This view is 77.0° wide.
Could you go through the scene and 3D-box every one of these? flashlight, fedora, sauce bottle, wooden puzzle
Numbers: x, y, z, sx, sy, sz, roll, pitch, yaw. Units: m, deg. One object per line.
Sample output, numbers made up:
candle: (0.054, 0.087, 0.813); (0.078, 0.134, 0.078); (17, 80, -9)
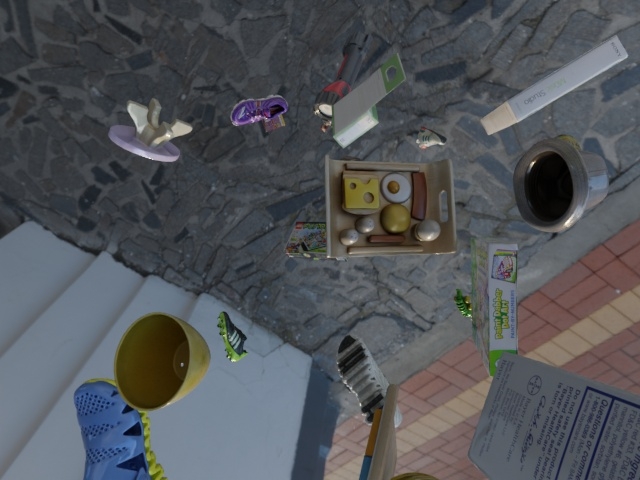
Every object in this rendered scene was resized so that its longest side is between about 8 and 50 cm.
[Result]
flashlight: (0.070, -0.520, 1.277); (0.103, 0.303, 0.103); (19, 160, 2)
fedora: (0.642, -0.149, 1.060); (0.125, 0.275, 0.243); (-9, 79, -3)
sauce bottle: (0.923, -0.300, 1.504); (0.112, 0.344, 0.111); (11, 124, 17)
wooden puzzle: (0.107, 0.422, 0.737); (0.044, 0.221, 0.238); (5, 117, 18)

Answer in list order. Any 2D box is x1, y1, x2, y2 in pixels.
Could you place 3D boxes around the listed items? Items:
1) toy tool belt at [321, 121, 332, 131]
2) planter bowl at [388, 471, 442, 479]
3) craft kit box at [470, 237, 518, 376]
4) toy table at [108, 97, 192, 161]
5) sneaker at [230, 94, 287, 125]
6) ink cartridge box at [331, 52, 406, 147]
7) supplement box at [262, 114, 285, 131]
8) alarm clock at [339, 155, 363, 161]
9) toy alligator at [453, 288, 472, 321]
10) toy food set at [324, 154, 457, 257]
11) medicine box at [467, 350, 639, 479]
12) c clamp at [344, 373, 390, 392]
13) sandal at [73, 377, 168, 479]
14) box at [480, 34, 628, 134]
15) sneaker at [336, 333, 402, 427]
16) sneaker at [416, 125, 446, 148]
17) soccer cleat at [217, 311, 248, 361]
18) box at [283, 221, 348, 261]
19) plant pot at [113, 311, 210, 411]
toy tool belt: (0.037, -0.407, 1.354); (0.051, 0.083, 0.052); (11, 164, 32)
planter bowl: (0.178, 0.425, 0.557); (0.217, 0.217, 0.090); (20, 128, -6)
craft kit box: (0.354, 0.120, 0.834); (0.061, 0.250, 0.246); (2, 93, 13)
toy table: (-0.657, -0.431, 1.580); (0.252, 0.274, 0.160); (50, 116, 24)
sneaker: (-0.176, -0.374, 1.160); (0.170, 0.071, 0.068); (-21, 131, -6)
ink cartridge box: (0.133, -0.375, 1.081); (0.235, 0.171, 0.056); (-31, 127, 27)
supplement box: (-0.190, -0.478, 1.626); (0.083, 0.043, 0.054); (-19, 107, -2)
alarm clock: (0.097, -0.238, 1.439); (0.192, 0.064, 0.129); (9, 100, -45)
toy alligator: (0.570, 0.272, 1.587); (0.056, 0.051, 0.189); (-6, 125, 46)
toy food set: (0.154, -0.076, 0.887); (0.307, 0.092, 0.219); (-1, 87, -17)
medicine box: (0.339, 0.245, 0.383); (0.264, 0.289, 0.149); (23, 84, -2)
c clamp: (0.150, 0.462, 1.299); (0.161, 0.137, 0.022); (-9, 99, 14)
sandal: (-0.411, 0.429, 0.800); (0.126, 0.138, 0.317); (-20, 95, 16)
box: (0.531, -0.353, 0.971); (0.232, 0.322, 0.058); (-30, 93, 15)
sneaker: (0.138, 0.403, 1.155); (0.110, 0.292, 0.118); (-39, 138, 14)
sneaker: (0.425, -0.384, 1.560); (0.057, 0.161, 0.075); (12, 116, -27)
soccer cleat: (-0.274, 0.295, 1.264); (0.060, 0.072, 0.178); (18, 123, 51)
box: (0.000, 0.000, 1.185); (0.207, 0.114, 0.036); (2, 147, 33)
plant pot: (-0.222, 0.181, 0.607); (0.134, 0.134, 0.095); (-14, 160, 16)
